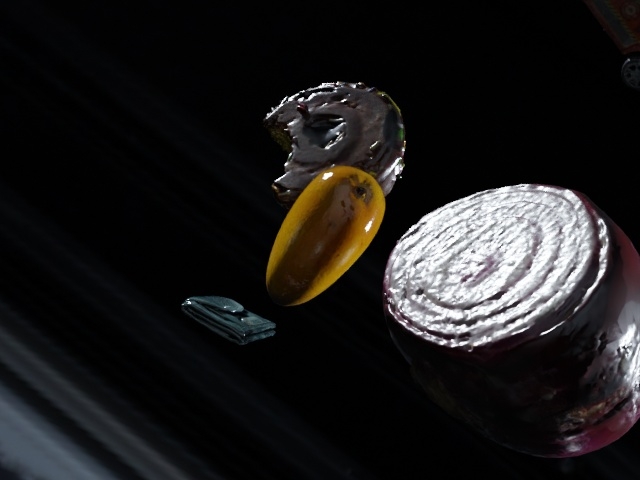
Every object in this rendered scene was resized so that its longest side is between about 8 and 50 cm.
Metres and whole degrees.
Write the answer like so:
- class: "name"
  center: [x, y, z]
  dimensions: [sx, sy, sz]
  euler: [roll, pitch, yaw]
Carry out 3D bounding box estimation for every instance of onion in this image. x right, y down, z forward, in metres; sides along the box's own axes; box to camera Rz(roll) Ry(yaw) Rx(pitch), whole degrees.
- class: "onion"
  center: [0.244, 0.100, 1.662]
  dimensions: [0.282, 0.260, 0.336]
  euler: [-47, -145, -16]

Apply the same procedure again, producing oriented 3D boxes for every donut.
- class: "donut"
  center: [0.023, -0.127, 2.139]
  dimensions: [0.216, 0.096, 0.230]
  euler: [-22, -131, 0]

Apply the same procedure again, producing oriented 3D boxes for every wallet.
- class: "wallet"
  center: [-0.105, 0.088, 1.703]
  dimensions: [0.088, 0.026, 0.129]
  euler: [27, -173, 13]

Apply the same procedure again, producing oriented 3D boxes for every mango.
- class: "mango"
  center: [0.000, 0.000, 1.950]
  dimensions: [0.112, 0.219, 0.145]
  euler: [29, -162, -12]

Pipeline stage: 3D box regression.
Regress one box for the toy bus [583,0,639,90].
- class: "toy bus"
  center: [0.241, -0.180, 1.094]
  dimensions: [0.192, 0.077, 0.065]
  euler: [52, -138, -3]
